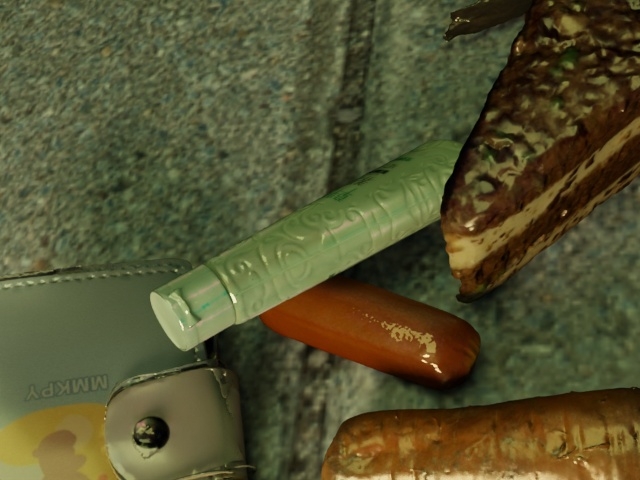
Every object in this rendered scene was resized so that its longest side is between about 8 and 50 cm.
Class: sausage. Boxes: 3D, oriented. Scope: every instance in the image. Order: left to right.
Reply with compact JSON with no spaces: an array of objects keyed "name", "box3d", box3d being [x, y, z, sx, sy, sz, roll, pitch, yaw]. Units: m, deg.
[{"name":"sausage","box3d":[0.025,0.046,0.523,0.131,0.041,0.039,18,50,28]}]

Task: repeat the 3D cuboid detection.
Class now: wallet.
[{"name":"wallet","box3d":[-0.122,0.117,0.518,0.170,0.069,0.230,-9,59,-6]}]

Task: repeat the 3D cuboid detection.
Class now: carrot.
[{"name":"carrot","box3d":[0.087,0.105,0.457,0.186,0.060,0.060,-9,57,18]}]

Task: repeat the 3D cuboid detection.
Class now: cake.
[{"name":"cake","box3d":[0.167,-0.071,0.501,0.135,0.112,0.246,16,66,25]}]

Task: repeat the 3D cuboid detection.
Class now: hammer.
[{"name":"hammer","box3d":[0.026,-0.213,0.693,0.297,0.027,0.125,20,64,29]}]

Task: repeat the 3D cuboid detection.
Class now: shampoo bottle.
[{"name":"shampoo bottle","box3d":[0.000,0.000,0.516,0.191,0.041,0.069,-28,18,-24]}]
